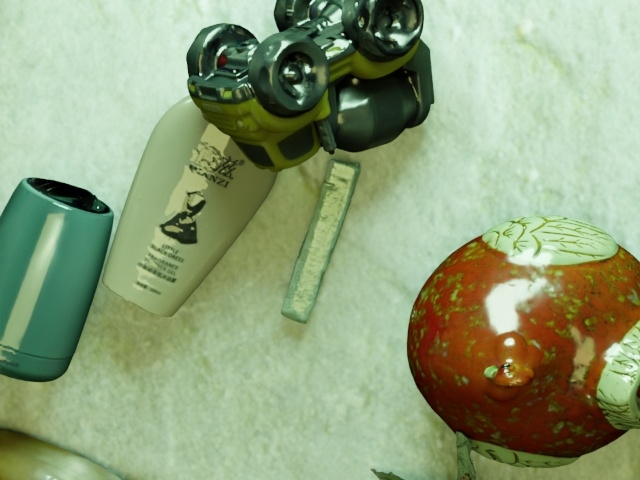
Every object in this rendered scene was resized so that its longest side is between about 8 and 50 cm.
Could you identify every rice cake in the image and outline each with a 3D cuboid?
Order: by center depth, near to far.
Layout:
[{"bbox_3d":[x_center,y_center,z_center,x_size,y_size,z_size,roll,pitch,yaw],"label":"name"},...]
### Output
[{"bbox_3d":[-0.001,0.000,1.570,0.033,0.029,0.170,20,104,5],"label":"rice cake"}]

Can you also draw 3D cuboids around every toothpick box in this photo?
[{"bbox_3d":[-0.274,0.034,1.556,0.120,0.120,0.184,22,101,0],"label":"toothpick box"}]

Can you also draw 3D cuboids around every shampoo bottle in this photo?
[{"bbox_3d":[-0.116,-0.053,1.542,0.127,0.078,0.257,27,100,-10],"label":"shampoo bottle"}]

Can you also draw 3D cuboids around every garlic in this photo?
[{"bbox_3d":[-0.240,0.312,1.633,0.318,0.112,0.143,45,105,6],"label":"garlic"}]

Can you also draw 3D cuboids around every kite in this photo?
[{"bbox_3d":[0.141,0.262,1.563,0.229,0.012,0.250,20,141,28],"label":"kite"}]

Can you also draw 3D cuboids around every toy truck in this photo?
[{"bbox_3d":[-0.001,-0.139,1.453,0.224,0.147,0.165,-33,118,-29],"label":"toy truck"}]

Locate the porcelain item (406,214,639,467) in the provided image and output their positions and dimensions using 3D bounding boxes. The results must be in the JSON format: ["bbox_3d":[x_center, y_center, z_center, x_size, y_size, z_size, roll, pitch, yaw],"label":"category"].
[{"bbox_3d":[0.199,0.103,1.474,0.253,0.253,0.253,1,103,5],"label":"porcelain item"}]
